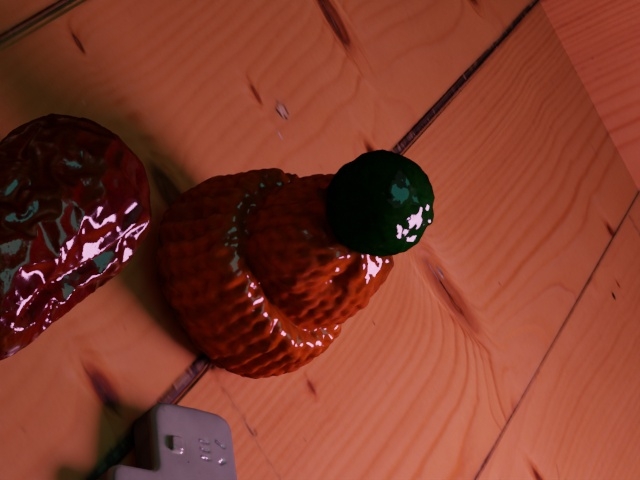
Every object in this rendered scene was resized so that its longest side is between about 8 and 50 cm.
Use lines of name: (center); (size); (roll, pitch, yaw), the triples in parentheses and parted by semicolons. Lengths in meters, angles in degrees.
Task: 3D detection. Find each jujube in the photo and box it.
jujube: (-0.327, -0.002, 1.800); (0.216, 0.216, 0.342); (57, 42, -17)

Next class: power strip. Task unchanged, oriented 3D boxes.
power strip: (-0.181, 0.320, 1.913); (0.193, 0.059, 0.265); (17, 50, -37)

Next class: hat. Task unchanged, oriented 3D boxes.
hat: (0.000, 0.000, 2.084); (0.285, 0.400, 0.285); (38, 39, -40)
